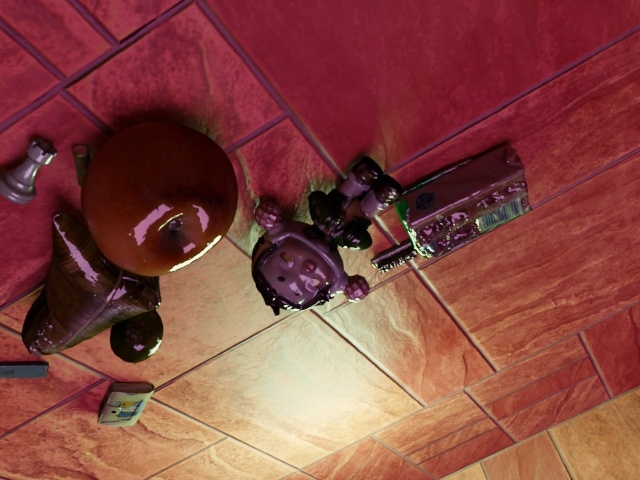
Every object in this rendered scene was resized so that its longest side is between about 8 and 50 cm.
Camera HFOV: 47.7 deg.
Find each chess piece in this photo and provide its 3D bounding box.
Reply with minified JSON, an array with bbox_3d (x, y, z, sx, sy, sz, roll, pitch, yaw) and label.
[{"bbox_3d":[-0.468,-0.115,1.162,0.103,0.067,0.067,-46,135,17],"label":"chess piece"}]

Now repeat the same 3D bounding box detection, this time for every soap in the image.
[{"bbox_3d":[0.305,-0.072,1.508,0.273,0.098,0.218,-26,139,5],"label":"soap"}]

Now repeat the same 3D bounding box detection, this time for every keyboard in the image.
[{"bbox_3d":[-0.688,0.284,1.577,0.176,0.014,0.055,4,137,-27],"label":"keyboard"}]

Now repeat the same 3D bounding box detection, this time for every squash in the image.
[{"bbox_3d":[-0.396,-0.120,1.210,0.027,0.027,0.083,-7,142,-15],"label":"squash"}]

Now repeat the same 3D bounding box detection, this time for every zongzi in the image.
[{"bbox_3d":[-0.478,0.080,1.325,0.286,0.134,0.288,-30,141,8],"label":"zongzi"}]

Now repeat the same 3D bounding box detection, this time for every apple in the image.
[{"bbox_3d":[-0.258,-0.064,1.178,0.254,0.253,0.253,-12,141,-10],"label":"apple"}]

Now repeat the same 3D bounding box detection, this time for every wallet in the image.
[{"bbox_3d":[-0.485,0.408,1.792,0.110,0.039,0.155,6,134,-31],"label":"wallet"}]

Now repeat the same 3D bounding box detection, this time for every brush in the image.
[{"bbox_3d":[0.230,0.007,1.626,0.248,0.036,0.043,-27,151,8],"label":"brush"}]

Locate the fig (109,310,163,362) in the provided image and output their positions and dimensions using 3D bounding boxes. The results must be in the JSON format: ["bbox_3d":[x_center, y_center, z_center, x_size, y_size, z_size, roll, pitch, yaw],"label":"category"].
[{"bbox_3d":[-0.405,0.213,1.548,0.117,0.117,0.177,11,147,-33],"label":"fig"}]

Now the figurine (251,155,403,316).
[{"bbox_3d":[0.000,0.000,1.426,0.281,0.167,0.370,40,107,-11],"label":"figurine"}]
